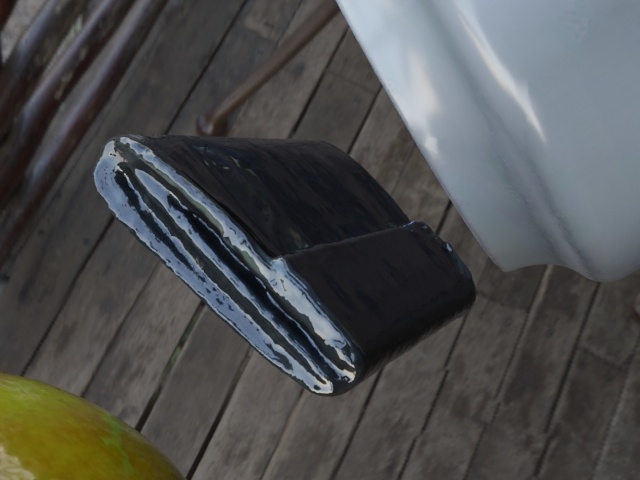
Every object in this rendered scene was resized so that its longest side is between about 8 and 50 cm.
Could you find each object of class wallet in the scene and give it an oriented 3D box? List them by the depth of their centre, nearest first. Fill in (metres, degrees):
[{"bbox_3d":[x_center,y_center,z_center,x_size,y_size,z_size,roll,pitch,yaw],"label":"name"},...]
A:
[{"bbox_3d":[0.000,-0.001,0.904,0.228,0.406,0.062,42,106,11],"label":"wallet"}]

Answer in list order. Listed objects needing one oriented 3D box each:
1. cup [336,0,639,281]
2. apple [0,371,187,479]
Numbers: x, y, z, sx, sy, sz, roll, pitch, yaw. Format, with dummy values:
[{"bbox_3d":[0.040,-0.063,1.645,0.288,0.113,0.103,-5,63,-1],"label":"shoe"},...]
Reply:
[{"bbox_3d":[0.163,-0.144,0.404,0.327,0.323,0.237,-28,87,10],"label":"cup"},{"bbox_3d":[-0.231,0.271,0.726,0.374,0.374,0.384,4,62,-12],"label":"apple"}]
